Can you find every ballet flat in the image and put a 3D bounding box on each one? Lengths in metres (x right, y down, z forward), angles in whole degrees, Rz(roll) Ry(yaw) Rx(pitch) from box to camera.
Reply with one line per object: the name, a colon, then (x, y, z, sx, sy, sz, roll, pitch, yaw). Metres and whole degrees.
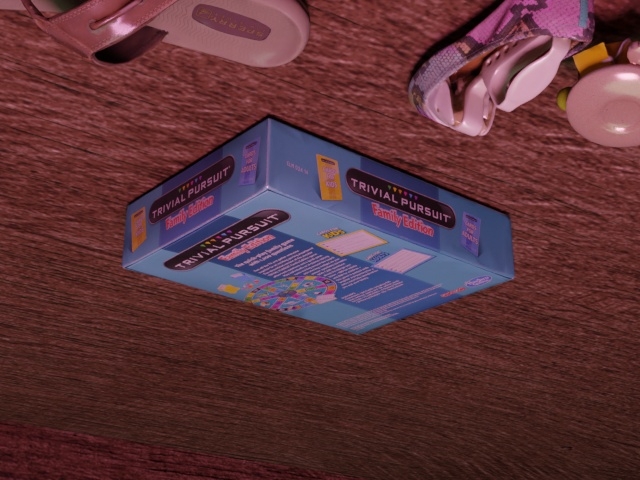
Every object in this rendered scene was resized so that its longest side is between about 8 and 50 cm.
ballet flat: (0.137, -0.132, 0.890, 0.077, 0.079, 0.221, 14, 153, -25)

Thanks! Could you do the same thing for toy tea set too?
toy tea set: (0.359, -0.147, 0.844, 0.336, 0.124, 0.200, -21, 131, 37)

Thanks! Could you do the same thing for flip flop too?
flip flop: (-0.137, -0.165, 0.816, 0.277, 0.080, 0.112, 12, 154, -25)

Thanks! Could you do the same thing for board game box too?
board game box: (0.000, 0.000, 1.191, 0.336, 0.079, 0.254, 19, 150, -36)
